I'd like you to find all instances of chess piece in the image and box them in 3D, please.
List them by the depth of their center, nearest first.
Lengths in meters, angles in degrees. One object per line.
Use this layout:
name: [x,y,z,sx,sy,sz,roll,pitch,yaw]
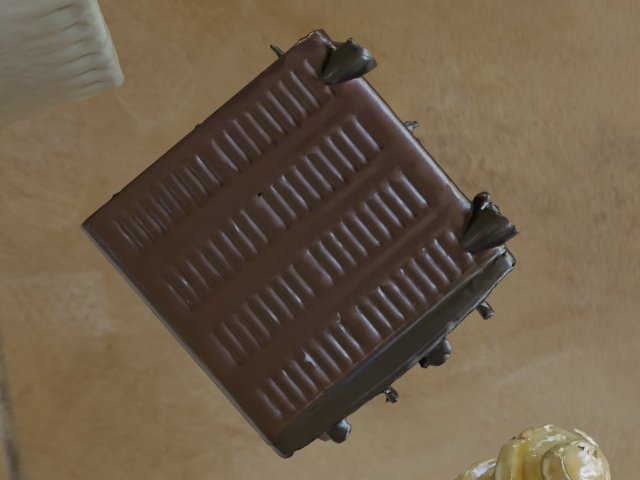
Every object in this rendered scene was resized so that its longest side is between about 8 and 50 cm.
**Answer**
chess piece: [0.076,0.120,0.596,0.060,0.172,0.060,7,64,-15]

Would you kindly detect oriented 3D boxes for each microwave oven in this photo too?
microwave oven: [-0.002,0.000,0.818,0.178,0.247,0.188,-43,91,2]

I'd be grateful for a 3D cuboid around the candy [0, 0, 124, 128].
candy: [-0.248,-0.168,0.814,0.208,0.358,0.145,-22,77,-7]
